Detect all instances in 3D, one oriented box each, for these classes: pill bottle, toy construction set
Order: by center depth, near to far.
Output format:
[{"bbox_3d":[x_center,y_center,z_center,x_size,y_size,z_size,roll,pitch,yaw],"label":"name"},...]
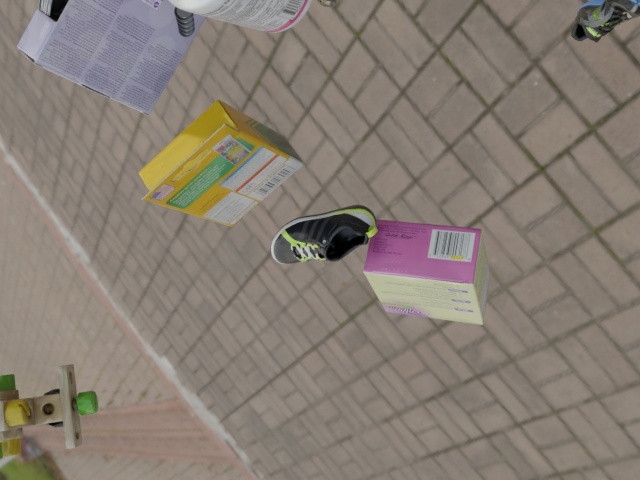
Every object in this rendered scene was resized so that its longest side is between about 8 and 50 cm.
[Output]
[{"bbox_3d":[-0.442,0.281,1.174,0.257,0.237,0.309,98,167,-56],"label":"toy construction set"},{"bbox_3d":[-0.150,-0.422,1.293,0.160,0.283,0.160,1,92,37],"label":"pill bottle"}]

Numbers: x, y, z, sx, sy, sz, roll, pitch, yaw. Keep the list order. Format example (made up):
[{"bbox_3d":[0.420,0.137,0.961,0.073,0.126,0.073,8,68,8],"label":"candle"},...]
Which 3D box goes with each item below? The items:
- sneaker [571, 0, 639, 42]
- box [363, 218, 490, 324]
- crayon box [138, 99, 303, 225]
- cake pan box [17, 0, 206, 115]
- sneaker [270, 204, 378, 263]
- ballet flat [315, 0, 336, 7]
[{"bbox_3d":[0.495,-0.381,1.443,0.067,0.078,0.188,29,176,-13],"label":"sneaker"},{"bbox_3d":[0.222,0.066,1.688,0.213,0.117,0.243,6,158,18],"label":"box"},{"bbox_3d":[-0.188,-0.140,1.554,0.083,0.203,0.323,55,-166,19],"label":"crayon box"},{"bbox_3d":[-0.319,-0.354,1.343,0.070,0.267,0.246,35,99,33],"label":"cake pan box"},{"bbox_3d":[0.000,0.000,1.609,0.234,0.097,0.084,-22,121,24],"label":"sneaker"},{"bbox_3d":[-0.001,-0.580,1.813,0.250,0.058,0.084,-95,19,-46],"label":"ballet flat"}]
